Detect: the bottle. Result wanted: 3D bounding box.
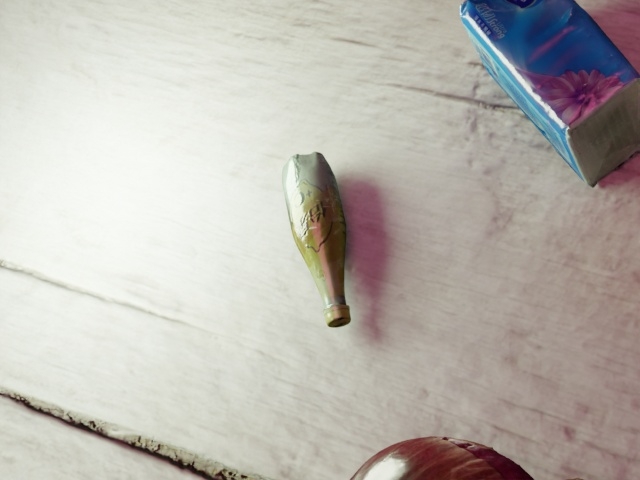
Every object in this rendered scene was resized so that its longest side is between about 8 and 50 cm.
[{"bbox_3d":[0.000,0.000,1.823,0.083,0.083,0.270,-16,67,14],"label":"bottle"}]

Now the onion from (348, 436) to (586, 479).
[{"bbox_3d":[0.202,0.387,1.492,0.385,0.348,0.348,-21,55,-31],"label":"onion"}]

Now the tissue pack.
[{"bbox_3d":[0.336,-0.238,1.724,0.146,0.198,0.263,-38,60,5],"label":"tissue pack"}]
